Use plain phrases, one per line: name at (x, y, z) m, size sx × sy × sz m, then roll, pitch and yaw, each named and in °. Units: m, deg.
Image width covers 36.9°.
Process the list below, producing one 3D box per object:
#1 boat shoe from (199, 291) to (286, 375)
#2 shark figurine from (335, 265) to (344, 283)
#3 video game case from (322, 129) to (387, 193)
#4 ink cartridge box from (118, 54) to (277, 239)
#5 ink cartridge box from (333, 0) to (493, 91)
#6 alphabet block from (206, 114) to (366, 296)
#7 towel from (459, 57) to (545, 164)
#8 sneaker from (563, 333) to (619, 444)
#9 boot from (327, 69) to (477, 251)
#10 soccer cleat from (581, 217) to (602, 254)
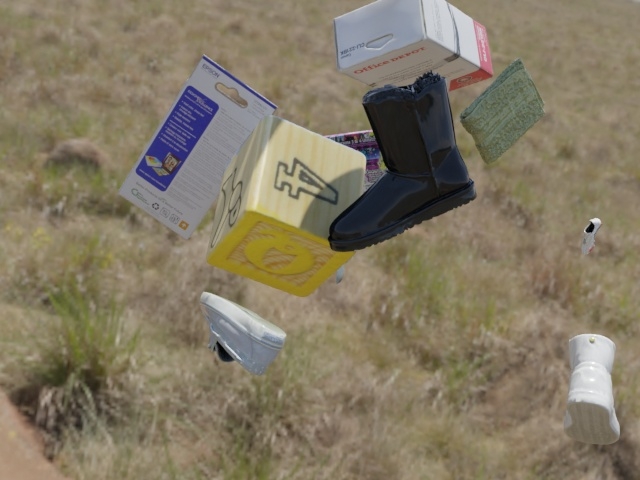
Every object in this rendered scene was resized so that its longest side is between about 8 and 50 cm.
boat shoe at (-0.126, 0.132, 1.352) m, size 0.079 × 0.081 × 0.227 m, roll 28°, pitch -3°, yaw -29°
shark figurine at (-0.015, 0.001, 2.380) m, size 0.116 × 0.166 × 0.278 m, roll -5°, pitch -37°, yaw 31°
video game case at (0.109, -0.167, 2.387) m, size 0.232 × 0.210 × 0.042 m, roll -7°, pitch 12°, yaw 5°
ink cartridge box at (-0.246, -0.186, 1.929) m, size 0.176 × 0.371 × 0.069 m, roll 35°, pitch 30°, yaw -6°
ink cartridge box at (0.180, -0.370, 1.850) m, size 0.197 × 0.114 × 0.273 m, roll -15°, pitch -14°, yaw 33°
alphabet block at (-0.055, -0.052, 1.566) m, size 0.193 × 0.192 × 0.197 m, roll 20°, pitch 56°, yaw -18°
towel at (0.285, -0.199, 1.492) m, size 0.027 × 0.148 × 0.110 m, roll 22°, pitch -27°, yaw 55°
sneaker at (0.524, 0.280, 1.835) m, size 0.108 × 0.169 × 0.292 m, roll 5°, pitch -26°, yaw 16°
boot at (0.095, -0.118, 1.408) m, size 0.247 × 0.207 × 0.094 m, roll -23°, pitch 18°, yaw -6°
soccer cleat at (0.565, -0.009, 2.023) m, size 0.036 × 0.083 × 0.029 m, roll -2°, pitch 29°, yaw -40°
